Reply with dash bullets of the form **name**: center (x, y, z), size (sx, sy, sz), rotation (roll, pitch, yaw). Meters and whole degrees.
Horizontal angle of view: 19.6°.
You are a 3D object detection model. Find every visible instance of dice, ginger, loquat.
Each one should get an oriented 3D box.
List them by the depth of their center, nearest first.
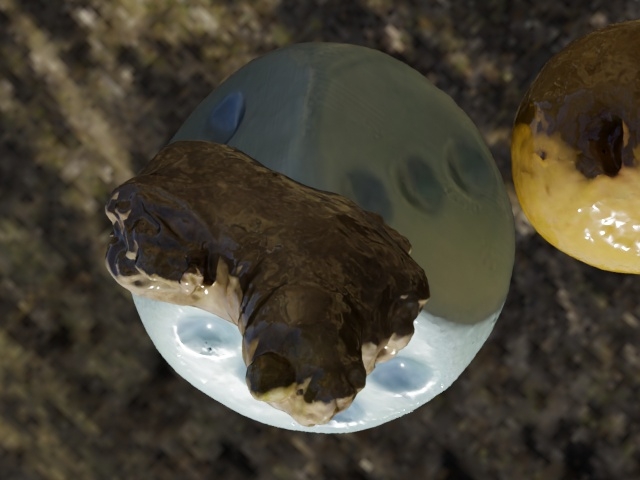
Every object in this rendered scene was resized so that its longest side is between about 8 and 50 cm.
- **ginger**: center (-0.014, 0.014, 0.877), size (0.213, 0.137, 0.074), rotation (35, 134, 51)
- **loquat**: center (0.256, -0.073, 1.510), size (0.208, 0.208, 0.208), rotation (37, 161, 16)
- **dice**: center (0.000, 0.000, 1.703), size (0.268, 0.262, 0.265), rotation (36, 135, -27)
